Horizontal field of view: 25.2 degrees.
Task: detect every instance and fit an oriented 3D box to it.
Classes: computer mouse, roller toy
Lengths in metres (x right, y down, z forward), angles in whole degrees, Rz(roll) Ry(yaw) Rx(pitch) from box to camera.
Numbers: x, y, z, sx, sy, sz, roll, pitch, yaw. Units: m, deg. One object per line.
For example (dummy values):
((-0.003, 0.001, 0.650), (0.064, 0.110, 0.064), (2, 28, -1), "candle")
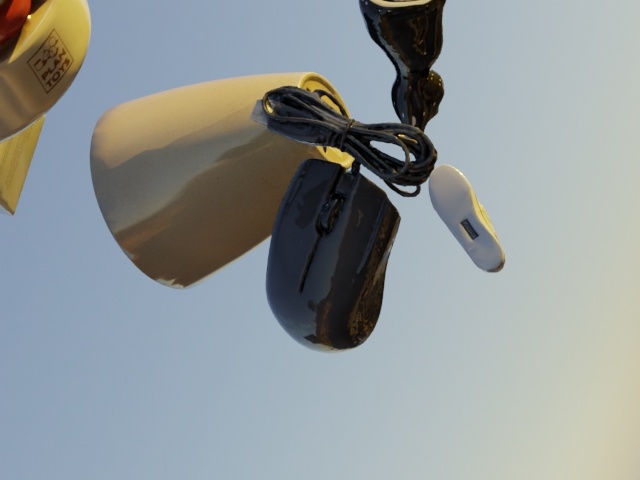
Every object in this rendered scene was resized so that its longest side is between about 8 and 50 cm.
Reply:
((0.000, 0.000, 1.375), (0.072, 0.188, 0.272), (-35, -40, -51), "computer mouse")
((-0.274, -0.162, 1.055), (0.146, 0.191, 0.209), (63, -173, -50), "roller toy")

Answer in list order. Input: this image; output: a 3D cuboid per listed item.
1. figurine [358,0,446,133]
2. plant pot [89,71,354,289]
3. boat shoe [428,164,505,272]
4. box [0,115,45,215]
((0.096, -0.252, 1.595), (0.209, 0.092, 0.215), (79, -171, -51), "figurine")
((-0.100, -0.101, 1.797), (0.256, 0.274, 0.256), (39, -140, -43), "plant pot")
((0.121, -0.016, 1.171), (0.035, 0.100, 0.035), (-34, -18, 7), "boat shoe")
((-0.310, -0.088, 1.255), (0.087, 0.102, 0.101), (69, -145, -75), "box")
